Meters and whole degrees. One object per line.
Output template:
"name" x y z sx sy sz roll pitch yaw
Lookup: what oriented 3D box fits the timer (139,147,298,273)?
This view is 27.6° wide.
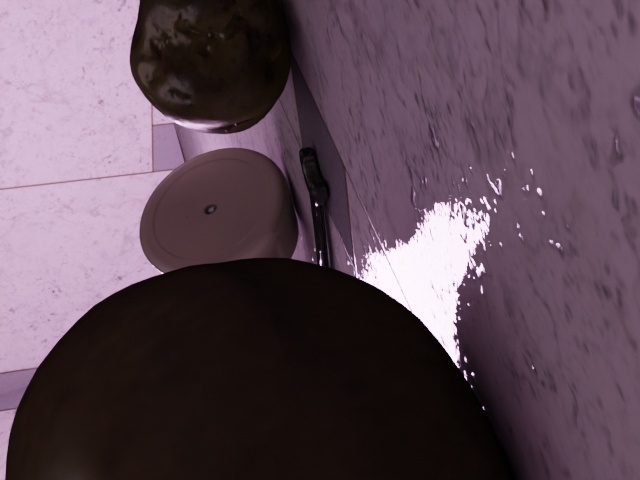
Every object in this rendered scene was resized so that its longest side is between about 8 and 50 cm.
"timer" -0.076 0.038 1.515 0.266 0.175 0.175 59 -175 -49

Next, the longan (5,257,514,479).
"longan" -0.027 0.184 0.826 0.361 0.361 0.361 162 90 -83

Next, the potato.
"potato" -0.093 -0.171 1.129 0.200 0.137 0.154 -145 68 -78

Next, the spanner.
"spanner" 0.000 0.000 1.272 0.254 0.015 0.054 84 166 -56
